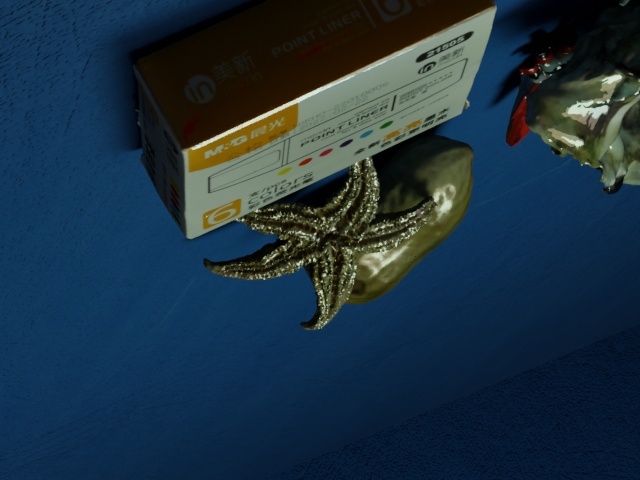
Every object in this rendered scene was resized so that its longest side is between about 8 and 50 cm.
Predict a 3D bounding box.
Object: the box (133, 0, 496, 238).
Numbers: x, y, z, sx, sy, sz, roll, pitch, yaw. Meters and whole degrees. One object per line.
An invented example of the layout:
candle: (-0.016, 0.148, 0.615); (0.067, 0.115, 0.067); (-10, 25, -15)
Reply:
box: (-0.009, -0.120, 1.473); (0.273, 0.091, 0.221); (-26, 165, -9)

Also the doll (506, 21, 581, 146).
doll: (0.230, -0.154, 1.838); (0.109, 0.057, 0.169); (-29, 163, -6)

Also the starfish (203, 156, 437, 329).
starfish: (0.000, -0.001, 1.835); (0.227, 0.043, 0.241); (1, 130, -8)

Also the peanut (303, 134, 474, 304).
peanut: (0.069, -0.023, 1.912); (0.120, 0.110, 0.236); (31, 128, -19)

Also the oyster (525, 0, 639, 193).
oyster: (0.305, -0.161, 1.784); (0.351, 0.114, 0.238); (-32, 151, -46)

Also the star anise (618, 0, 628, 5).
star anise: (0.350, -0.259, 1.612); (0.204, 0.061, 0.180); (-46, 132, 11)
